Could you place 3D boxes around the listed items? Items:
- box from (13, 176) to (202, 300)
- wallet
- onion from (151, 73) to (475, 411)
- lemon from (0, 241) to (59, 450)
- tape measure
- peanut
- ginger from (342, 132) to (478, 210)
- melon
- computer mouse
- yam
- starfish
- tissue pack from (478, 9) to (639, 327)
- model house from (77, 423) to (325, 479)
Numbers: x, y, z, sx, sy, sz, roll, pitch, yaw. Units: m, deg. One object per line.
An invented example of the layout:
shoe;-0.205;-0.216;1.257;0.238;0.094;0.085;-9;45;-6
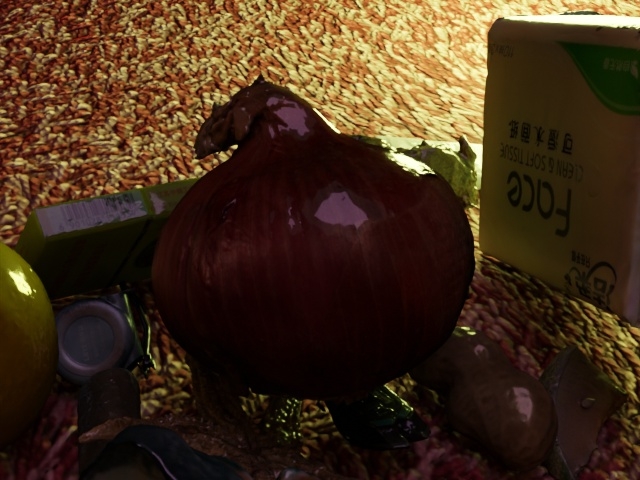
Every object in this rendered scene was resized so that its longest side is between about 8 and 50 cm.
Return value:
box;-0.189;-0.008;1.491;0.335;0.187;0.047;-12;69;-31
wallet;0.170;-0.114;1.880;0.182;0.032;0.124;3;32;-9
onion;-0.004;0.032;1.345;0.353;0.354;0.354;7;34;-5
lemon;-0.378;0.087;1.263;0.240;0.219;0.240;4;34;-3
tape measure;-0.242;0.108;1.433;0.107;0.104;0.180;-15;4;-3
peanut;0.175;0.162;1.421;0.104;0.086;0.228;-36;47;-6
ginger;0.076;-0.094;1.784;0.290;0.122;0.084;4;-6;-3
melon;0.278;0.198;1.449;0.098;0.054;0.182;36;39;10
computer mouse;0.058;0.194;1.371;0.079;0.047;0.135;-20;31;-35
yam;-0.206;0.205;1.272;0.068;0.068;0.169;3;36;-12
starfish;-0.088;0.201;1.297;0.299;0.060;0.302;16;19;-8
tissue pack;0.352;-0.103;1.532;0.205;0.332;0.405;-2;11;-16
model house;-0.082;0.264;1.094;0.291;0.253;0.184;-6;47;-52
